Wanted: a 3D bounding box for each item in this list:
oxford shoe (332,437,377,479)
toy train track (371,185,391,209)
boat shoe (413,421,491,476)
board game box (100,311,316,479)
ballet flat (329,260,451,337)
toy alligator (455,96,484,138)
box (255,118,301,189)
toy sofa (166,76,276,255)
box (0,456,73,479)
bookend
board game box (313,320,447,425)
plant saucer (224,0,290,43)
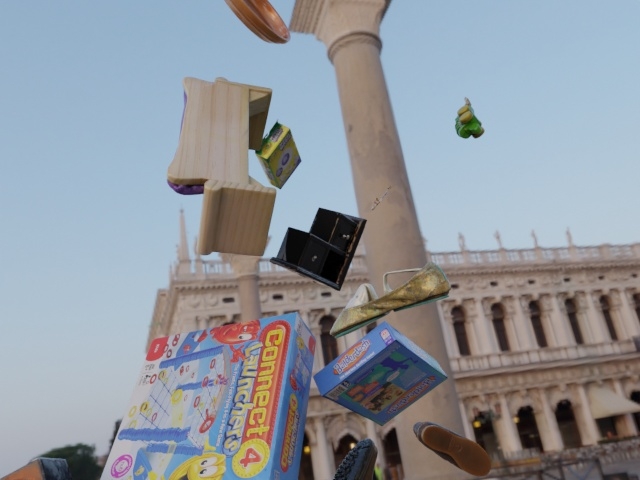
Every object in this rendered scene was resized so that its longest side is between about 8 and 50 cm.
[{"bbox_3d":[0.069,0.488,1.120,0.096,0.227,0.083,29,-23,-20],"label":"oxford shoe"},{"bbox_3d":[0.153,-0.111,1.529,0.083,0.014,0.048,-49,2,-21],"label":"toy train track"},{"bbox_3d":[0.317,0.497,1.447,0.207,0.073,0.073,36,-15,-10],"label":"boat shoe"},{"bbox_3d":[-0.175,0.284,0.987,0.302,0.308,0.086,-13,-50,19],"label":"board game box"},{"bbox_3d":[0.165,0.148,1.555,0.349,0.123,0.123,-25,-25,24],"label":"ballet flat"},{"bbox_3d":[0.319,-0.265,1.322,0.051,0.189,0.056,-36,-67,23],"label":"toy alligator"},{"bbox_3d":[-0.106,-0.218,1.516,0.043,0.105,0.179,28,-16,22],"label":"box"},{"bbox_3d":[-0.182,-0.146,1.100,0.177,0.362,0.150,6,-48,-13],"label":"toy sofa"},{"bbox_3d":[-0.420,0.412,0.833,0.156,0.158,0.093,-26,-20,-6],"label":"box"},{"bbox_3d":[0.000,0.000,1.165,0.072,0.157,0.156,17,-8,37],"label":"bookend"},{"bbox_3d":[0.110,0.241,1.055,0.160,0.047,0.210,-39,-45,10],"label":"board game box"},{"bbox_3d":[-0.141,-0.477,1.225,0.037,0.199,0.200,-38,-31,22],"label":"plant saucer"}]
